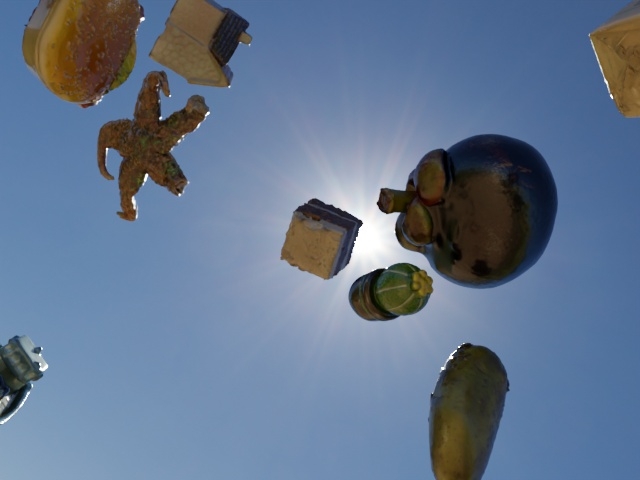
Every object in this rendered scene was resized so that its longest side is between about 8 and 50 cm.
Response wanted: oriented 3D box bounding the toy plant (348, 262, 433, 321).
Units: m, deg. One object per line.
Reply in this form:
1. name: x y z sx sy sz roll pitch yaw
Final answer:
1. toy plant: 0.121 0.085 1.125 0.093 0.093 0.162 49 -34 -10

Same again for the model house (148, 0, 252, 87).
1. model house: -0.139 -0.245 0.833 0.100 0.088 0.101 29 -73 -12

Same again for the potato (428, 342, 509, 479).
1. potato: 0.231 0.284 1.094 0.113 0.251 0.149 10 -28 29

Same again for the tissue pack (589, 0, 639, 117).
1. tissue pack: 0.437 -0.245 0.739 0.125 0.234 0.159 59 -25 -16

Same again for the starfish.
1. starfish: -0.198 -0.103 0.787 0.150 0.053 0.210 44 -55 25

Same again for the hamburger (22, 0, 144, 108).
1. hamburger: -0.357 -0.313 1.041 0.116 0.210 0.173 28 -3 14

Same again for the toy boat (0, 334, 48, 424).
1. toy boat: -0.557 0.236 1.142 0.145 0.133 0.332 57 -6 -4

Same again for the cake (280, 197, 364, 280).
1. cake: 0.000 0.000 1.428 0.135 0.147 0.135 22 -63 12

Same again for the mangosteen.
1. mangosteen: 0.247 -0.053 1.165 0.302 0.275 0.275 8 -40 -6
